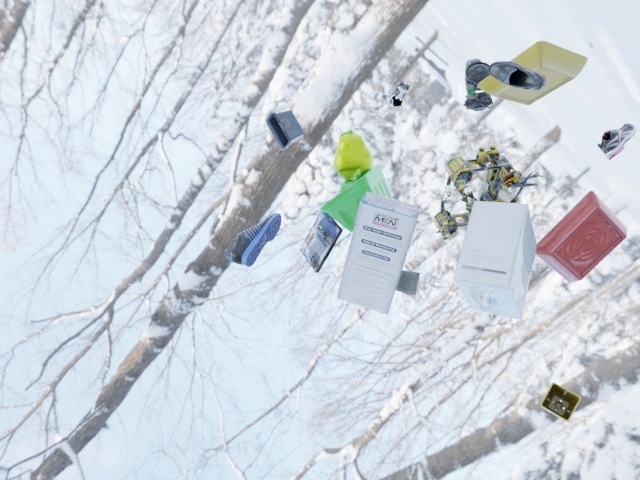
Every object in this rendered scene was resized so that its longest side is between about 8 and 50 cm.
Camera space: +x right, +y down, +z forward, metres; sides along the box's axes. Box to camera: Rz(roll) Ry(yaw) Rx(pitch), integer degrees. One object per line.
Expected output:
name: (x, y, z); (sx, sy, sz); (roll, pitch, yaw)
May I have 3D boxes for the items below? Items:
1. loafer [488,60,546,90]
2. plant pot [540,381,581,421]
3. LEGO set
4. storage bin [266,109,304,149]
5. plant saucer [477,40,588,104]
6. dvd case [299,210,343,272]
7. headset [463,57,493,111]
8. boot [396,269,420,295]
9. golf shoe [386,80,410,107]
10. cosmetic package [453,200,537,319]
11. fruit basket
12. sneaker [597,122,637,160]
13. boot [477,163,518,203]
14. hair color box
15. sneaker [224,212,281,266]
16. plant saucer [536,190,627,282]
loafer: (0.694, -0.593, 1.646); (0.078, 0.076, 0.223); (-15, -140, -36)
plant pot: (0.695, 0.475, 1.337); (0.081, 0.081, 0.083); (29, 167, 33)
LEGO set: (0.498, -0.100, 1.414); (0.255, 0.331, 0.192); (-4, -135, -14)
storage bin: (-0.126, -0.426, 1.724); (0.091, 0.098, 0.135); (-30, -92, -28)
plant saucer: (0.915, -0.693, 1.981); (0.333, 0.333, 0.081); (2, -105, -30)
dvd case: (0.000, 0.000, 2.140); (0.022, 0.253, 0.180); (7, -147, -39)
headset: (0.763, -0.751, 2.292); (0.394, 0.185, 0.243); (-90, -12, -54)
boot: (0.319, 0.130, 1.955); (0.208, 0.190, 0.076); (8, -165, 23)
golf shoe: (0.325, -0.622, 2.020); (0.077, 0.094, 0.198); (22, 172, -2)
cosmetic package: (0.455, 0.051, 1.179); (0.138, 0.225, 0.224); (9, 157, 35)
fruit basket: (0.136, -0.268, 1.989); (0.392, 0.283, 0.392); (41, -152, -28)
sneaker: (1.023, -0.361, 1.590); (0.077, 0.072, 0.178); (44, -118, 4)
boot: (0.780, -0.231, 1.979); (0.077, 0.213, 0.165); (-12, -144, -31)
hair color box: (0.174, 0.042, 1.410); (0.174, 0.347, 0.105); (17, -150, 9)
sneaker: (-0.211, -0.015, 1.459); (0.090, 0.081, 0.232); (17, -132, 21)
plant saucer: (0.861, 0.006, 1.498); (0.259, 0.258, 0.048); (31, -163, -29)
